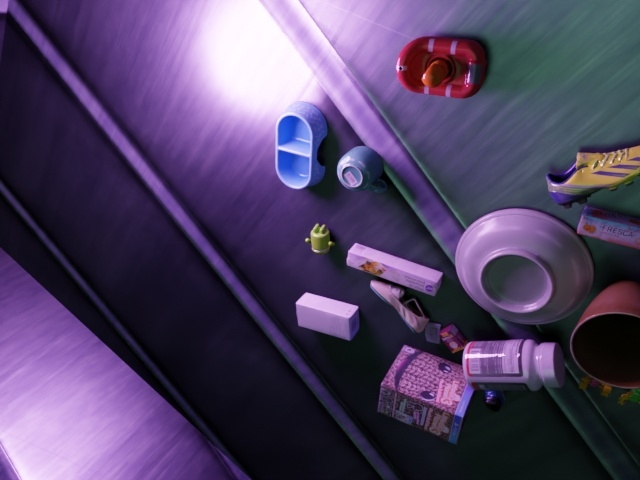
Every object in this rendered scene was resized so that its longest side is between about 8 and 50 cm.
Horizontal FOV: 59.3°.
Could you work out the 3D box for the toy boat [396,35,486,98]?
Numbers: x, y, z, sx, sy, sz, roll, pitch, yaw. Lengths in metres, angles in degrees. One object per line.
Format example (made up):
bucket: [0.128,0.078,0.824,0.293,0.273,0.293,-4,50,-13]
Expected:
toy boat: [0.305,-0.443,1.467,0.231,0.151,0.151,14,124,24]

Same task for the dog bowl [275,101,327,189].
dog bowl: [-0.070,-0.300,1.843,0.166,0.074,0.297,18,127,21]

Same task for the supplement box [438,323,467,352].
supplement box: [0.457,0.337,1.936,0.083,0.043,0.055,50,133,-4]

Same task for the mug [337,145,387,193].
mug: [0.130,-0.215,1.755,0.158,0.097,0.129,17,126,23]

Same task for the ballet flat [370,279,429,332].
ballet flat: [0.282,0.211,1.953,0.248,0.086,0.086,46,132,-3]

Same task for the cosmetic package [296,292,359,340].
cosmetic package: [0.027,0.289,2.148,0.231,0.085,0.117,14,125,27]

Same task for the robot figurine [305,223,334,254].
robot figurine: [0.000,0.000,1.992,0.101,0.067,0.115,6,122,15]

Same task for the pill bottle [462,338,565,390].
pill bottle: [0.616,0.398,1.797,0.283,0.161,0.161,-9,113,35]

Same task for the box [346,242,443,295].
box: [0.247,0.096,1.900,0.324,0.067,0.063,19,127,20]

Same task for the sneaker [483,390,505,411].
sneaker: [0.588,0.522,1.942,0.058,0.084,0.152,-13,111,37]

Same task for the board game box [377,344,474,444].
board game box: [0.382,0.534,1.981,0.291,0.232,0.141,17,126,22]

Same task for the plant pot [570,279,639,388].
plant pot: [0.812,0.219,1.499,0.237,0.254,0.237,16,126,24]

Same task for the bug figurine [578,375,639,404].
bug figurine: [0.904,0.397,1.677,0.279,0.072,0.216,18,133,16]

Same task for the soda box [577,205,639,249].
soda box: [0.784,-0.033,1.489,0.183,0.058,0.063,17,126,21]

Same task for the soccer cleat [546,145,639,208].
soccer cleat: [0.711,-0.183,1.420,0.289,0.093,0.121,-29,94,40]

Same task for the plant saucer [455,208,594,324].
plant saucer: [0.587,0.103,1.671,0.400,0.100,0.400,16,126,24]

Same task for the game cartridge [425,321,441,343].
game cartridge: [0.397,0.324,1.984,0.056,0.017,0.083,10,123,23]
